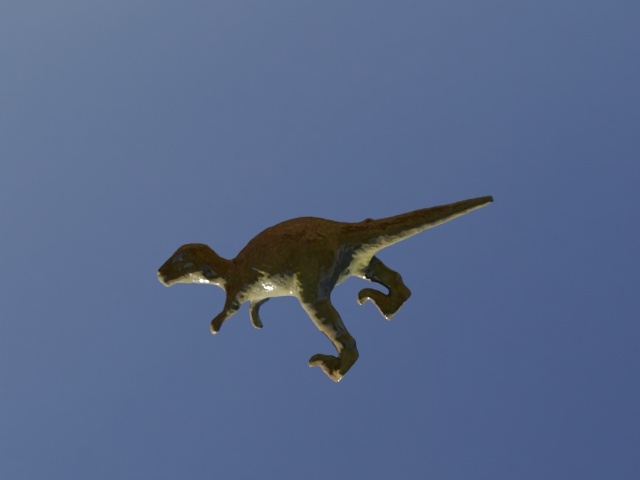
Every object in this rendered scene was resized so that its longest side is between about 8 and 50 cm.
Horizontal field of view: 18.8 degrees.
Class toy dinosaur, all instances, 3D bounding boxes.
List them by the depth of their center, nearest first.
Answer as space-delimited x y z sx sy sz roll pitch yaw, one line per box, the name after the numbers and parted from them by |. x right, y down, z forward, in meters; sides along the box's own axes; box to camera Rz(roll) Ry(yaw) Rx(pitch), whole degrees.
0.000 0.000 1.107 0.162 0.126 0.039 -52 -179 7 | toy dinosaur
